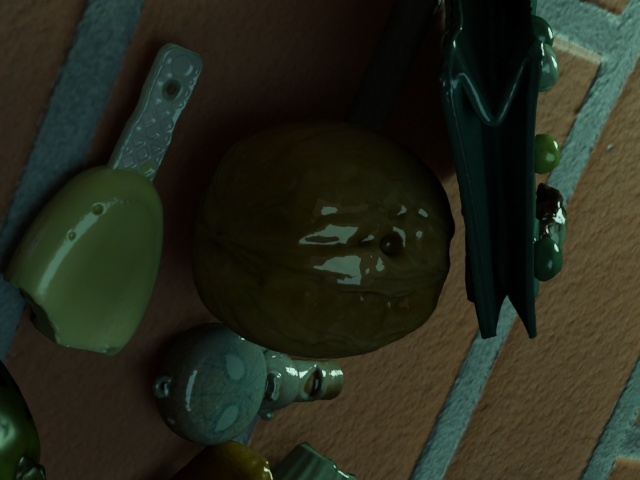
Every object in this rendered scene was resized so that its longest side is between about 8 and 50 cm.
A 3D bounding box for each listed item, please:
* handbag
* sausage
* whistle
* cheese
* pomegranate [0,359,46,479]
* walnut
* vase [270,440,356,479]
[{"bbox_3d":[0.156,-0.099,1.249,0.100,0.268,0.274,-5,121,7],"label":"handbag"},{"bbox_3d":[-0.133,0.277,1.335,0.238,0.098,0.098,-48,135,-4],"label":"sausage"},{"bbox_3d":[-0.067,0.124,1.335,0.220,0.057,0.107,2,99,-45],"label":"whistle"},{"bbox_3d":[-0.159,-0.034,1.171,0.127,0.050,0.255,16,102,-42],"label":"cheese"},{"bbox_3d":[-0.321,0.156,1.064,0.263,0.211,0.211,5,117,3],"label":"pomegranate"},{"bbox_3d":[0.000,0.000,1.223,0.222,0.195,0.195,6,110,-42],"label":"walnut"},{"bbox_3d":[-0.055,0.308,1.405,0.128,0.128,0.248,42,77,-45],"label":"vase"}]
